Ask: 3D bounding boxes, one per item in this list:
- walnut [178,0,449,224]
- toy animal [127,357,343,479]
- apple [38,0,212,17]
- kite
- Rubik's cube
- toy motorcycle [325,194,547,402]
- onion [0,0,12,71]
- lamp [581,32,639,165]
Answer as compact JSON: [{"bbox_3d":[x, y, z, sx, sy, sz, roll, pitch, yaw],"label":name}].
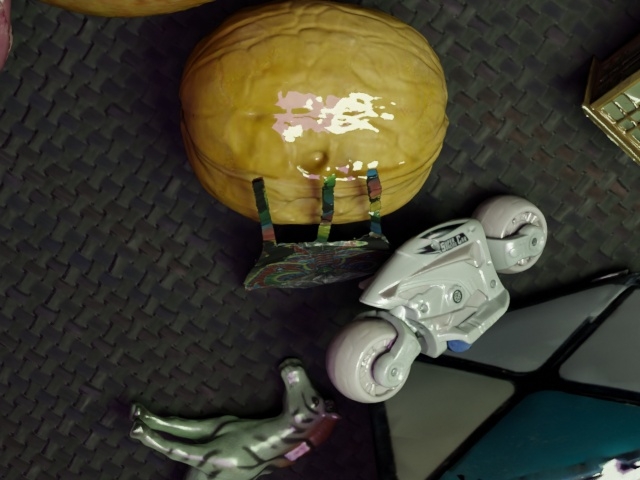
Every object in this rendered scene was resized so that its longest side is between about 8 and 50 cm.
[{"bbox_3d":[-0.005,-0.102,0.960,0.226,0.193,0.193,9,109,-9],"label":"walnut"},{"bbox_3d":[-0.115,0.211,1.116,0.170,0.090,0.255,37,107,-18],"label":"toy animal"},{"bbox_3d":[-0.125,-0.359,0.796,0.401,0.333,0.400,5,125,8],"label":"apple"},{"bbox_3d":[0.000,0.000,0.968,0.152,0.285,0.015,-9,71,-1],"label":"kite"},{"bbox_3d":[0.219,0.237,1.022,0.310,0.307,0.305,-13,110,3],"label":"Rubik's cube"},{"bbox_3d":[0.101,0.038,1.015,0.254,0.112,0.112,-41,109,-22],"label":"toy motorcycle"},{"bbox_3d":[-0.350,-0.205,0.914,0.207,0.200,0.200,7,113,30],"label":"onion"},{"bbox_3d":[0.358,-0.186,0.921,0.089,0.090,0.325,41,132,-14],"label":"lamp"}]
